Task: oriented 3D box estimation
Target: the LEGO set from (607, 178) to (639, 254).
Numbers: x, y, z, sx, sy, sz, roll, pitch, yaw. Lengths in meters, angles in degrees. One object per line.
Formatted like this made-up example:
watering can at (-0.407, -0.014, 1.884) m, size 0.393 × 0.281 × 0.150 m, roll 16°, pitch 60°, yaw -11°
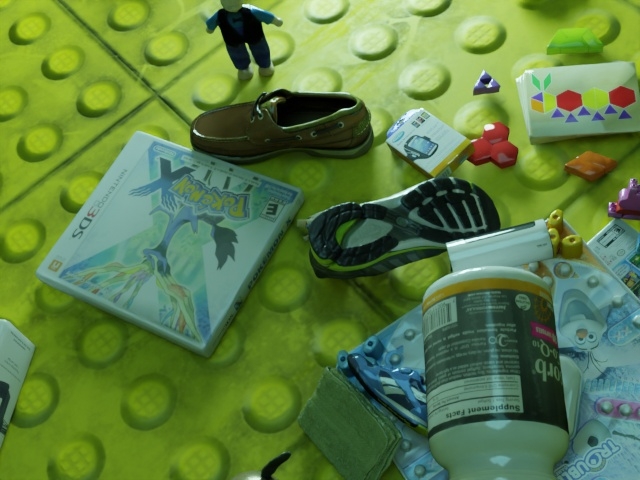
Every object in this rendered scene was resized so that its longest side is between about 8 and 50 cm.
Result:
LEGO set at (0.509, -0.026, 1.219) m, size 0.227 × 0.093 × 0.087 m, roll 7°, pitch 56°, yaw 11°

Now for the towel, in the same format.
towel at (0.037, 0.246, 1.184) m, size 0.148 × 0.027 × 0.110 m, roll 41°, pitch 115°, yaw 31°

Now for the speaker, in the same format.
speaker at (0.237, 0.014, 1.213) m, size 0.136 × 0.055 × 0.055 m, roll -14°, pitch 58°, yaw 8°

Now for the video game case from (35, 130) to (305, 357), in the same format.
video game case at (-0.234, -0.007, 1.418) m, size 0.329 × 0.036 × 0.300 m, roll 21°, pitch 67°, yaw 22°

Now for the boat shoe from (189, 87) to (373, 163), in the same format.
boat shoe at (-0.070, -0.196, 1.453) m, size 0.307 × 0.104 × 0.111 m, roll -3°, pitch 60°, yaw 11°

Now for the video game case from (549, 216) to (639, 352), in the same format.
video game case at (0.410, 0.059, 1.249) m, size 0.157 × 0.019 × 0.143 m, roll -40°, pitch 60°, yaw -13°

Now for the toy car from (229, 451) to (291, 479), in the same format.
toy car at (-0.067, 0.329, 1.069) m, size 0.149 × 0.188 × 0.155 m, roll 30°, pitch 49°, yaw 26°

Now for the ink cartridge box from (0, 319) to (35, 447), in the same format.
ink cartridge box at (-0.540, 0.234, 1.304) m, size 0.172 × 0.100 × 0.237 m, roll 3°, pitch 60°, yaw 14°

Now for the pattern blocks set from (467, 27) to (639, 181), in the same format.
pattern blocks set at (0.398, -0.213, 1.407) m, size 0.324 × 0.026 × 0.285 m, roll 5°, pitch 61°, yaw 15°

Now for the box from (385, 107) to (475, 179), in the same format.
box at (0.164, -0.150, 1.405) m, size 0.081 × 0.028 × 0.136 m, roll -43°, pitch 48°, yaw -5°

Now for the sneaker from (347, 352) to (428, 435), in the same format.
sneaker at (0.097, 0.185, 1.161) m, size 0.144 × 0.053 × 0.059 m, roll 37°, pitch 77°, yaw 20°

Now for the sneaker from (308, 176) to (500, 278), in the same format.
sneaker at (0.115, -0.011, 1.301) m, size 0.300 × 0.121 × 0.111 m, roll -9°, pitch 72°, yaw -17°

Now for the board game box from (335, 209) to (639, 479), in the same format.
board game box at (0.269, 0.195, 1.167) m, size 0.390 × 0.050 × 0.390 m, roll -33°, pitch 58°, yaw -4°

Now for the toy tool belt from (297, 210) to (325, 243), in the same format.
toy tool belt at (0.000, 0.000, 1.358) m, size 0.051 × 0.052 × 0.083 m, roll -21°, pitch 86°, yaw 8°

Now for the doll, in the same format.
doll at (-0.124, -0.346, 1.503) m, size 0.129 × 0.189 × 0.046 m, roll -7°, pitch 59°, yaw 9°

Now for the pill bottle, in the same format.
pill bottle at (0.204, 0.184, 1.067) m, size 0.162 × 0.162 × 0.278 m, roll -5°, pitch 62°, yaw 9°
